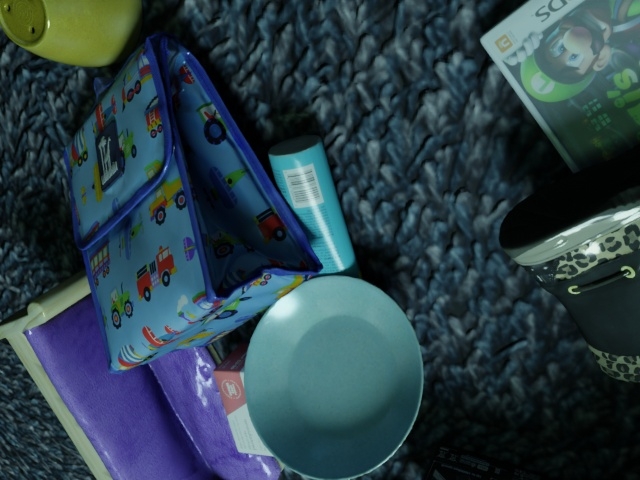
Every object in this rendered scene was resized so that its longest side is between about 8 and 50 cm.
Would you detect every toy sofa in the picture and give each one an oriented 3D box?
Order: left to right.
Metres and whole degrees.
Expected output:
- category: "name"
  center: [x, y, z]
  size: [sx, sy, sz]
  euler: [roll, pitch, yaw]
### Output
- category: "toy sofa"
  center: [-0.212, 0.200, 0.814]
  size: [0.177, 0.150, 0.362]
  euler: [-19, 103, 34]

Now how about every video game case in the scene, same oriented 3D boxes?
- category: "video game case"
  center: [0.243, -0.128, 0.498]
  size: [0.173, 0.022, 0.190]
  euler: [-34, 95, 35]

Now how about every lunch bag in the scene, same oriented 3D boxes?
- category: "lunch bag"
  center: [-0.162, -0.046, 0.687]
  size: [0.221, 0.138, 0.293]
  euler: [-36, 73, 43]

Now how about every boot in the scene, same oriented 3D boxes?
- category: "boot"
  center: [0.278, 0.010, 0.499]
  size: [0.236, 0.085, 0.178]
  euler: [-23, 119, 31]

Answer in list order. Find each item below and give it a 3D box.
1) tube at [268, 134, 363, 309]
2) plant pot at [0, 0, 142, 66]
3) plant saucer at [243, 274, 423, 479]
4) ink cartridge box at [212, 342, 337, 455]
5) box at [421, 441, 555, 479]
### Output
- category: "tube"
  center: [0.000, 0.000, 0.673]
  size: [0.080, 0.052, 0.207]
  euler: [3, 120, 34]
- category: "plant pot"
  center: [-0.260, -0.232, 0.664]
  size: [0.134, 0.095, 0.134]
  euler: [12, 118, 23]
- category: "plant saucer"
  center: [0.015, 0.132, 0.659]
  size: [0.195, 0.037, 0.194]
  euler: [-8, 74, 28]
- category: "ink cartridge box"
  center: [-0.010, 0.181, 0.750]
  size: [0.198, 0.067, 0.115]
  euler: [-4, 110, 28]
- category: "box"
  center: [0.215, 0.326, 0.597]
  size: [0.308, 0.242, 0.076]
  euler: [11, 118, 22]
